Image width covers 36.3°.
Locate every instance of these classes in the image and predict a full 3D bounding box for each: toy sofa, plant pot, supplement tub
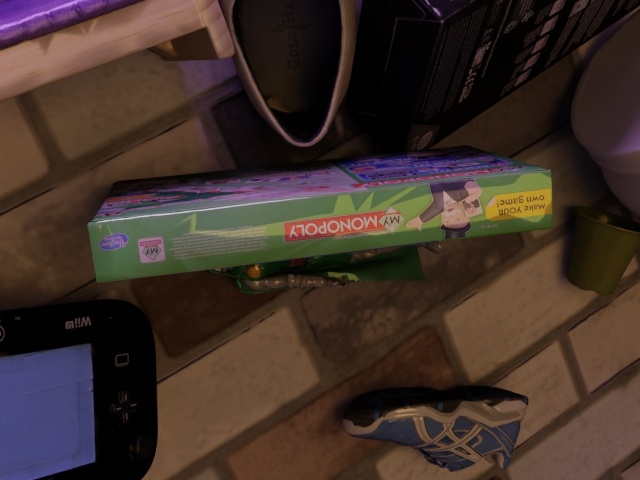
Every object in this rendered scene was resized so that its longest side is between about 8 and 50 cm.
[{"bbox_3d":[-0.263,-0.157,0.703,0.363,0.150,0.177,-25,109,-20],"label":"toy sofa"},{"bbox_3d":[0.301,0.014,1.048,0.083,0.083,0.079,7,108,-26],"label":"plant pot"},{"bbox_3d":[0.443,-0.085,1.003,0.331,0.241,0.241,33,83,-26],"label":"supplement tub"}]

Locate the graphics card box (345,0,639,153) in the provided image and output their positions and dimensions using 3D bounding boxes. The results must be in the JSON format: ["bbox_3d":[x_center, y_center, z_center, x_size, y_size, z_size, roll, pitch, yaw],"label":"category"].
[{"bbox_3d":[0.197,-0.238,0.869,0.371,0.233,0.094,-36,74,-17],"label":"graphics card box"}]

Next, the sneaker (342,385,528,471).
[{"bbox_3d":[0.119,0.191,0.979,0.211,0.080,0.081,5,93,-25],"label":"sneaker"}]

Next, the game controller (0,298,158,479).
[{"bbox_3d":[-0.251,0.137,0.742,0.319,0.067,0.166,-4,102,-51],"label":"game controller"}]

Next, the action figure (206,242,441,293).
[{"bbox_3d":[0.000,0.000,0.907,0.232,0.063,0.137,-12,106,-20],"label":"action figure"}]

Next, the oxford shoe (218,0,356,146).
[{"bbox_3d":[-0.031,-0.259,0.735,0.141,0.146,0.397,-14,124,0],"label":"oxford shoe"}]

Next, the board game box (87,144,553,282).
[{"bbox_3d":[-0.008,-0.029,0.761,0.317,0.213,0.046,-6,102,-6],"label":"board game box"}]
